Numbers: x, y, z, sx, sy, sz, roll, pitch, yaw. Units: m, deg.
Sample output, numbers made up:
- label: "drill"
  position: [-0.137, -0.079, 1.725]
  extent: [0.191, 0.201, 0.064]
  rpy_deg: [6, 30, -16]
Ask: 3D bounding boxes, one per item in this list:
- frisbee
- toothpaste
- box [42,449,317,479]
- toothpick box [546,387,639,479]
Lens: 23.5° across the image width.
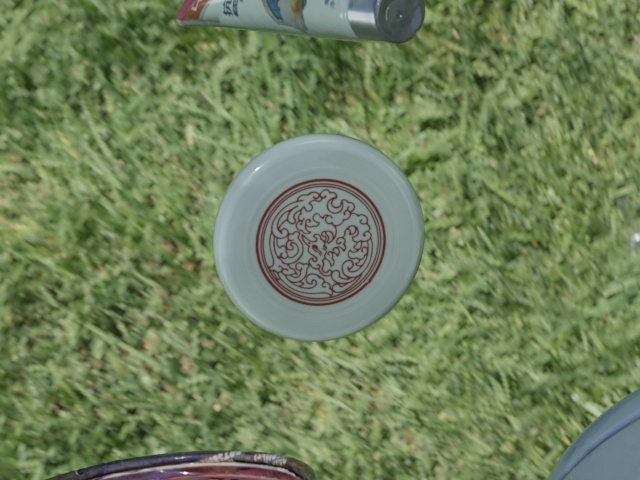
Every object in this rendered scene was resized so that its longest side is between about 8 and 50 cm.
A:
- label: "frisbee"
  position: [0.000, 0.000, 0.783]
  extent: [0.110, 0.014, 0.110]
  rpy_deg: [-2, 106, -8]
- label: "toothpaste"
  position: [-0.019, -0.150, 0.960]
  extent: [0.239, 0.039, 0.062]
  rpy_deg: [19, 76, 55]
- label: "box"
  position: [-0.072, 0.181, 0.724]
  extent: [0.151, 0.151, 0.135]
  rpy_deg: [-2, 97, 18]
- label: "toothpick box"
  position: [0.167, 0.216, 0.450]
  extent: [0.263, 0.263, 0.354]
  rpy_deg: [-5, 40, 17]
